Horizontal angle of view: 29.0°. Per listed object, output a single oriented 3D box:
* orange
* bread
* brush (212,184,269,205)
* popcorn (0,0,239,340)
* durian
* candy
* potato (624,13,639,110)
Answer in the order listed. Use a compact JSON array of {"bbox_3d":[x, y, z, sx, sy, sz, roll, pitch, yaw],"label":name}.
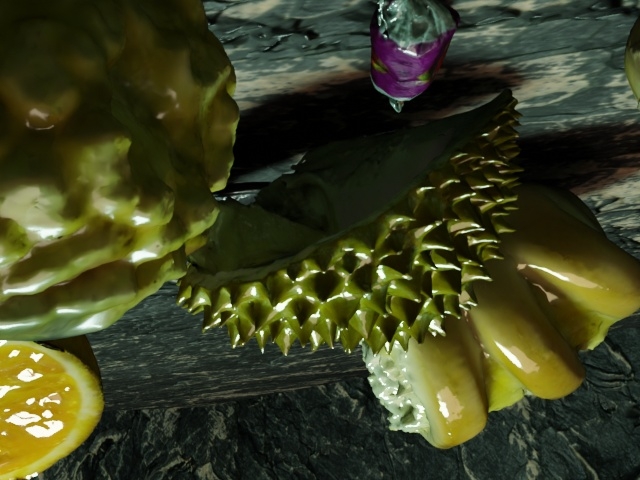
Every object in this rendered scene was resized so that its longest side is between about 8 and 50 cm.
[{"bbox_3d":[-0.321,0.103,0.965,0.310,0.274,0.274,46,144,-18],"label":"orange"},{"bbox_3d":[0.142,0.066,1.099,0.270,0.211,0.315,-18,180,-10],"label":"bread"},{"bbox_3d":[-0.084,-0.017,1.092,0.063,0.016,0.193,-4,168,-10],"label":"brush"},{"bbox_3d":[-0.137,-0.042,0.532,0.189,0.169,0.218,-5,-171,22],"label":"popcorn"},{"bbox_3d":[0.000,0.000,0.870,0.172,0.166,0.306,8,163,-42],"label":"durian"},{"bbox_3d":[0.049,-0.106,0.663,0.043,0.045,0.175,26,173,7],"label":"candy"},{"bbox_3d":[0.261,-0.117,0.651,0.200,0.081,0.164,-8,178,18],"label":"potato"}]
